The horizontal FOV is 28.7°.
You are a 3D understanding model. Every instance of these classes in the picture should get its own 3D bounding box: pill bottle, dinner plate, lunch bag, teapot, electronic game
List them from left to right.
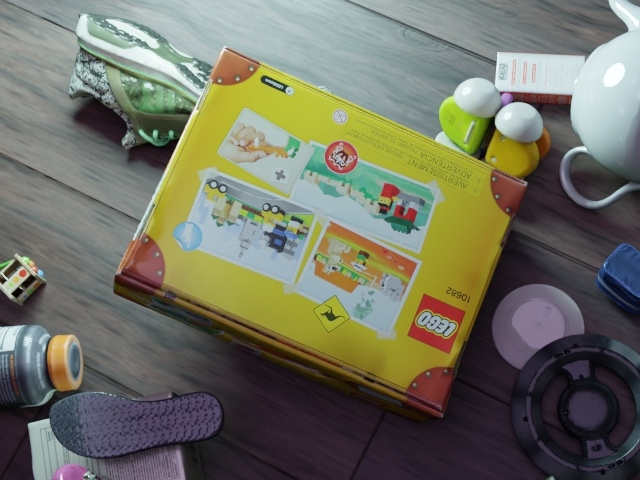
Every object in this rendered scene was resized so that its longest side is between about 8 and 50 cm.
[{"bbox_3d":[-0.503,0.202,1.974,0.245,0.130,0.130,-5,73,7],"label":"pill bottle"},{"bbox_3d":[0.335,0.134,1.930,0.141,0.017,0.141,-2,73,7],"label":"dinner plate"},{"bbox_3d":[0.400,0.253,1.868,0.229,0.048,0.229,-2,75,8],"label":"electronic game"},{"bbox_3d":[0.468,-0.211,1.917,0.187,0.252,0.256,21,59,39],"label":"teapot"},{"bbox_3d":[0.474,0.063,1.905,0.067,0.065,0.098,-41,71,-21],"label":"lunch bag"}]

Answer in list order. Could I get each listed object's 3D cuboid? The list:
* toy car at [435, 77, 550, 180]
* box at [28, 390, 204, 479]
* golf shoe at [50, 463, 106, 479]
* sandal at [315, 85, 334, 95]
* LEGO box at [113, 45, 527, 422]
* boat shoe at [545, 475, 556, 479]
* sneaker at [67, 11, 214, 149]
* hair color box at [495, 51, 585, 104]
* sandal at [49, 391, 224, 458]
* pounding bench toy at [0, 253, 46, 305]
[{"bbox_3d":[0.279,-0.177,1.975,0.182,0.159,0.136,33,47,16],"label":"toy car"},{"bbox_3d":[-0.308,0.333,1.909,0.232,0.127,0.149,-13,72,5],"label":"box"},{"bbox_3d":[-0.318,0.469,1.796,0.140,0.115,0.306,-29,93,25],"label":"golf shoe"},{"bbox_3d":[0.015,-0.164,2.057,0.067,0.040,0.179,-18,87,9],"label":"sandal"},{"bbox_3d":[0.000,0.000,1.847,0.500,0.193,0.372,24,76,-4],"label":"LEGO box"},{"bbox_3d":[0.275,0.494,1.786,0.096,0.116,0.324,31,85,11],"label":"boat shoe"},{"bbox_3d":[-0.254,-0.217,2.082,0.410,0.158,0.182,34,112,14],"label":"sneaker"},{"bbox_3d":[0.355,-0.262,2.027,0.141,0.043,0.072,5,75,9],"label":"hair color box"},{"bbox_3d":[-0.268,0.271,1.834,0.254,0.054,0.097,0,80,-2],"label":"sandal"},{"bbox_3d":[-0.503,0.052,2.058,0.083,0.052,0.065,43,84,17],"label":"pounding bench toy"}]
